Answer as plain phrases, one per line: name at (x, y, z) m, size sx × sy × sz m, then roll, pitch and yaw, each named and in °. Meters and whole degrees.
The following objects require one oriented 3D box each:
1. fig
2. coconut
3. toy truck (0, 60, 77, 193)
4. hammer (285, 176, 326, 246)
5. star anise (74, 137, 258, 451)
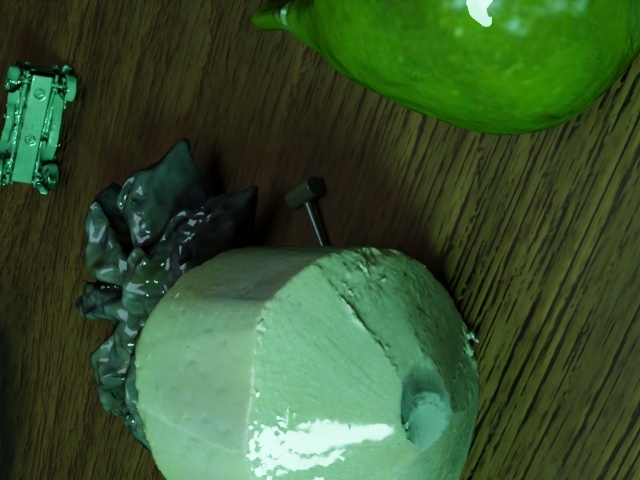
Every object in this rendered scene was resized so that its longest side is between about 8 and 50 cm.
fig at (0.091, -0.197, 0.872) m, size 0.314 × 0.233 × 0.233 m, roll 39°, pitch 122°, yaw 53°
coconut at (0.002, 0.115, 0.996) m, size 0.244 × 0.239 × 0.239 m, roll 8°, pitch 99°, yaw 49°
toy truck at (-0.333, -0.133, 1.495) m, size 0.078 × 0.080 × 0.154 m, roll -123°, pitch 43°, yaw -59°
hammer at (0.000, 0.000, 1.147) m, size 0.035 × 0.019 × 0.110 m, roll -32°, pitch 71°, yaw 47°
star anise at (-0.146, 0.064, 1.252) m, size 0.331 × 0.117 × 0.332 m, roll -2°, pitch 88°, yaw 47°
